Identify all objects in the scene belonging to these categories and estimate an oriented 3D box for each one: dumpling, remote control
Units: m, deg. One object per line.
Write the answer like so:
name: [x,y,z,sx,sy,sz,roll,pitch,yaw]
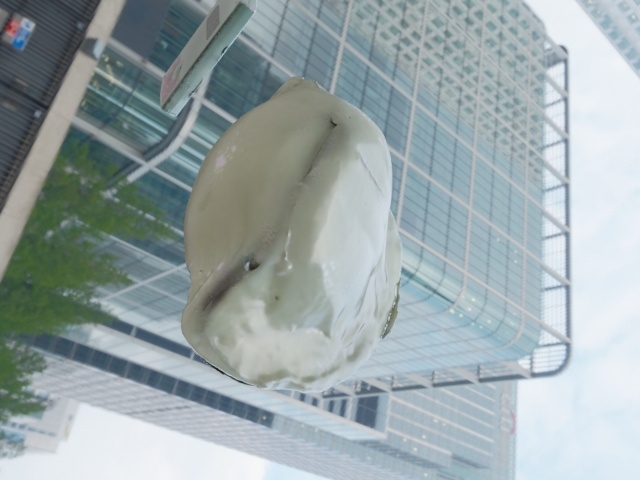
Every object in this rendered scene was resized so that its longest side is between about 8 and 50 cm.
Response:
dumpling: [0.000,0.000,0.735,0.233,0.315,0.395,-27,-147,40]
remote control: [-0.260,-0.436,1.443,0.344,0.050,0.145,-42,-141,32]
